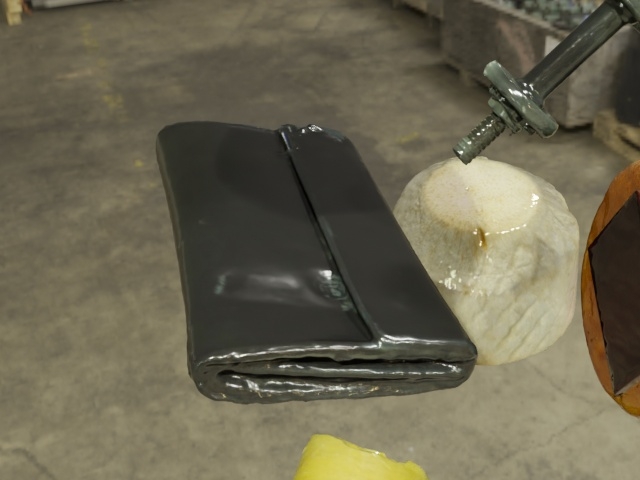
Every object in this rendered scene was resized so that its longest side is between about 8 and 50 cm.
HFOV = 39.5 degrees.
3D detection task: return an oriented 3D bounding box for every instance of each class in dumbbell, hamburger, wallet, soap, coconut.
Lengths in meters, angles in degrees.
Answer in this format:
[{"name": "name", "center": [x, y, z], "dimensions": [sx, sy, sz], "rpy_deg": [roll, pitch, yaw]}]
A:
[{"name": "dumbbell", "center": [0.206, -0.154, 0.727], "dimensions": [0.254, 0.081, 0.081], "rpy_deg": [-44, 23, 17]}, {"name": "hamburger", "center": [0.394, 0.047, 0.845], "dimensions": [0.225, 0.291, 0.291], "rpy_deg": [3, 28, -8]}, {"name": "wallet", "center": [-0.027, -0.005, 0.832], "dimensions": [0.228, 0.062, 0.406], "rpy_deg": [-1, 32, -15]}, {"name": "soap", "center": [0.075, 0.507, 1.519], "dimensions": [0.306, 0.115, 0.427], "rpy_deg": [29, 20, -3]}, {"name": "coconut", "center": [0.238, 0.039, 1.343], "dimensions": [0.328, 0.329, 0.329], "rpy_deg": [-3, 29, 2]}]
